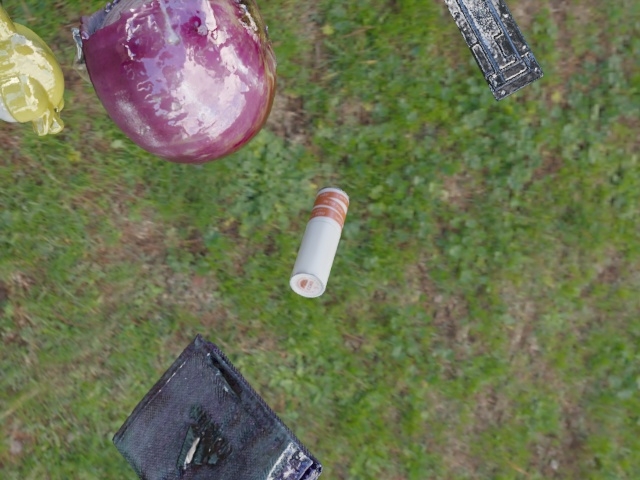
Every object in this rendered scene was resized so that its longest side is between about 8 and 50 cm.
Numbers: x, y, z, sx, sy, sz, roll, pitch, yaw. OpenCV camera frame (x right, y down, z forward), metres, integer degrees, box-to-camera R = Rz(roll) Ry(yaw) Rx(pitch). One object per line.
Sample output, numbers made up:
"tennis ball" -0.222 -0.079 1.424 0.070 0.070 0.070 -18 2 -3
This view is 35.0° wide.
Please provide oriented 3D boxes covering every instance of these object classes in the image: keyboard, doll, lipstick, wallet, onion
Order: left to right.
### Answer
"doll" -0.340 -0.221 1.044 0.086 0.117 0.291 -12 143 7
"onion" -0.121 -0.160 0.941 0.200 0.207 0.201 -3 101 -18
"wallet" -0.079 0.153 0.735 0.111 0.166 0.030 -50 135 1
"lipstick" 0.000 0.000 1.077 0.038 0.038 0.131 43 41 -25
"keyboard" 0.184 -0.261 1.168 0.061 0.013 0.204 -28 77 14
